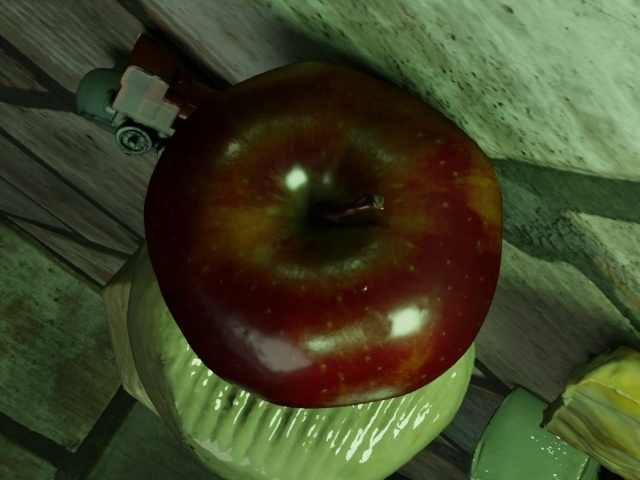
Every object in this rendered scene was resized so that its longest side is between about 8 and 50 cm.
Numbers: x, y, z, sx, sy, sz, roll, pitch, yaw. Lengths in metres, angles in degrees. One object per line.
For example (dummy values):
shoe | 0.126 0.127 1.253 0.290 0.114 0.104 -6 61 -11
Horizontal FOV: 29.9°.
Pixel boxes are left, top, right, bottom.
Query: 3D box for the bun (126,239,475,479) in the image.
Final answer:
bun | -0.024 0.105 1.253 0.361 0.326 0.234 10 170 -13

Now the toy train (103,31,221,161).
toy train | -0.130 -0.122 1.212 0.175 0.074 0.118 25 137 -13

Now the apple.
apple | 0.000 0.000 0.983 0.288 0.288 0.317 31 175 2

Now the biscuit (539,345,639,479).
biscuit | 0.434 0.245 1.274 0.446 0.104 0.429 30 168 19

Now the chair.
chair | 0.384 0.337 1.619 0.319 0.160 0.186 32 172 -8

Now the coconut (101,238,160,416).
coconut | -0.178 0.100 1.758 0.328 0.329 0.329 29 167 8

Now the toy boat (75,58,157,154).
toy boat | -0.176 -0.136 1.341 0.207 0.079 0.134 27 177 -33
